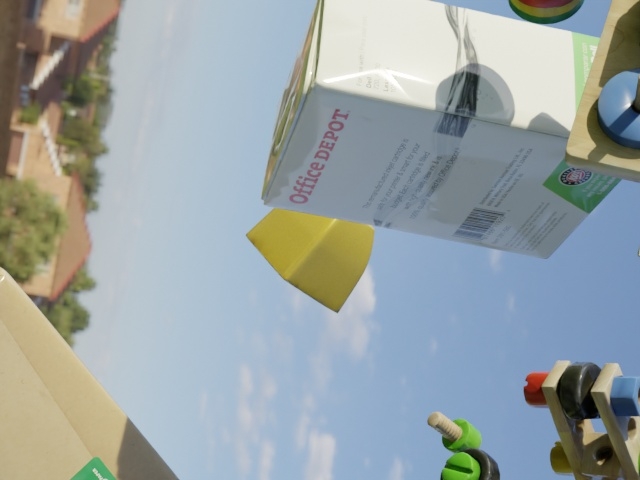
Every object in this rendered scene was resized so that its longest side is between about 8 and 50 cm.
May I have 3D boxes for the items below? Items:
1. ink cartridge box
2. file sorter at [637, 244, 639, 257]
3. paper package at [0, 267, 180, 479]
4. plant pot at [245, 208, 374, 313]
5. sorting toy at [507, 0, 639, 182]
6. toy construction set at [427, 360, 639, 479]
[{"bbox_3d":[0.083,-0.076,0.784,0.160,0.219,0.093,119,-20,-60],"label":"ink cartridge box"},{"bbox_3d":[0.562,-0.034,1.432,0.173,0.277,0.193,6,100,-69],"label":"file sorter"},{"bbox_3d":[-0.256,0.171,0.934,0.168,0.325,0.309,-41,-157,-19],"label":"paper package"},{"bbox_3d":[0.000,0.000,1.049,0.083,0.081,0.081,-49,-136,5],"label":"plant pot"},{"bbox_3d":[0.218,-0.088,0.605,0.046,0.274,0.132,70,39,-62],"label":"sorting toy"},{"bbox_3d":[0.297,0.249,1.060,0.308,0.237,0.257,-31,-142,24],"label":"toy construction set"}]
